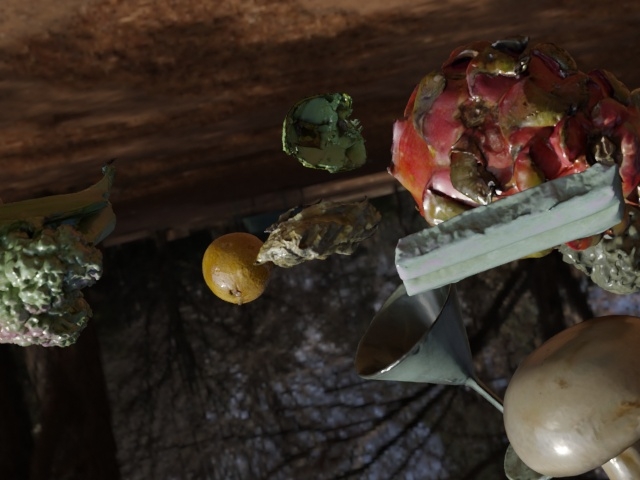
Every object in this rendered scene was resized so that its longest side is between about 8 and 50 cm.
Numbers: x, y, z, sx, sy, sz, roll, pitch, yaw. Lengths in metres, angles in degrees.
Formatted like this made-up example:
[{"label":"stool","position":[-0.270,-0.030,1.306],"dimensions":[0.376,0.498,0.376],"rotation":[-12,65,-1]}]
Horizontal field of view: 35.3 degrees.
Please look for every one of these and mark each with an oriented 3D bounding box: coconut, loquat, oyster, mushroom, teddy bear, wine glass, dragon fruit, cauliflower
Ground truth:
[{"label":"coconut","position":[0.005,-0.169,1.572],"dimensions":[0.158,0.133,0.055],"rotation":[29,161,-30]},{"label":"loquat","position":[-0.156,0.053,1.890],"dimensions":[0.141,0.141,0.141],"rotation":[-13,-175,1]},{"label":"oyster","position":[0.007,-0.006,1.582],"dimensions":[0.209,0.072,0.133],"rotation":[5,130,-32]},{"label":"mushroom","position":[0.303,0.190,1.036],"dimensions":[0.207,0.215,0.207],"rotation":[-29,173,-4]},{"label":"teddy bear","position":[0.396,-0.070,1.552],"dimensions":[0.224,0.367,0.357],"rotation":[-19,143,14]},{"label":"wine glass","position":[0.288,0.269,1.895],"dimensions":[0.267,0.406,0.267],"rotation":[-44,-164,16]},{"label":"dragon fruit","position":[0.250,-0.099,1.178],"dimensions":[0.291,0.250,0.269],"rotation":[11,176,33]},{"label":"cauliflower","position":[-0.353,0.008,1.310],"dimensions":[0.315,0.239,0.256],"rotation":[-43,-172,-29]}]

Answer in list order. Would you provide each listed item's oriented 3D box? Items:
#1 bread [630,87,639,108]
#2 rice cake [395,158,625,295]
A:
[{"label":"bread","position":[0.523,-0.204,1.600],"dimensions":[0.070,0.083,0.035],"rotation":[-23,-172,-41]},{"label":"rice cake","position":[0.174,-0.008,0.938],"dimensions":[0.226,0.040,0.085],"rotation":[-21,151,14]}]
